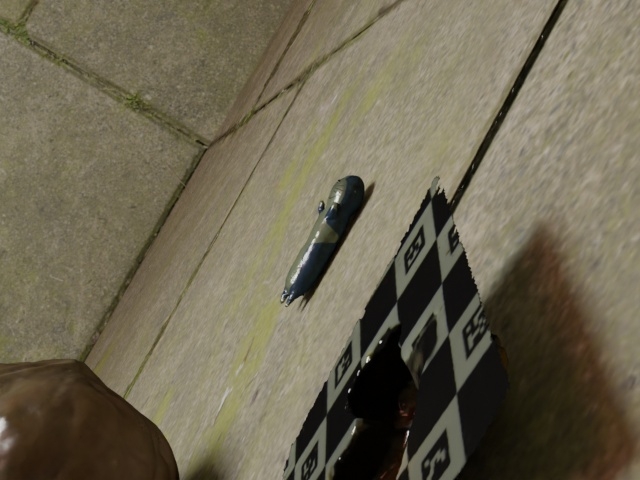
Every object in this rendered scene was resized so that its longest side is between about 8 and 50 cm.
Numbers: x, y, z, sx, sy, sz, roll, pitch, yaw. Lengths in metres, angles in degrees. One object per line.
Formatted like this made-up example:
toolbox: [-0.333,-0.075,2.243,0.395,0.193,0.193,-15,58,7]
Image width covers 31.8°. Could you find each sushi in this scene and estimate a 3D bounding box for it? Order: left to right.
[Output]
sushi: [0.041,0.092,0.514,0.210,0.040,0.192,-98,33,-68]

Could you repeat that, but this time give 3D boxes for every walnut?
walnut: [-0.237,0.221,0.885,0.273,0.227,0.273,-55,16,24]

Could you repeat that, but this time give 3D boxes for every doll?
doll: [0.000,0.000,0.937,0.125,0.027,0.037,-60,19,-3]
